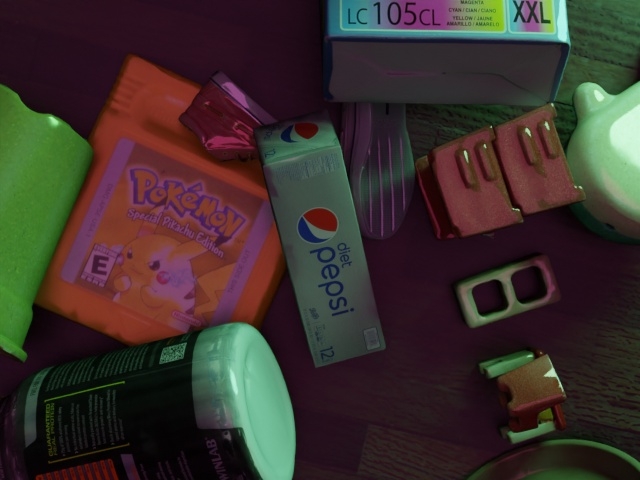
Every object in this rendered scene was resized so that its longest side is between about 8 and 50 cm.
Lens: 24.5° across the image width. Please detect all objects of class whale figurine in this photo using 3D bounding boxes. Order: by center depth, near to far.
[{"bbox_3d":[0.389,-0.117,1.773,0.216,0.141,0.272,29,66,-3],"label":"whale figurine"}]

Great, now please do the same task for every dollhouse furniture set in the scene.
[{"bbox_3d":[0.240,0.047,1.718,0.152,0.201,0.374,-18,91,-2],"label":"dollhouse furniture set"}]

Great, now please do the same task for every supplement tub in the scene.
[{"bbox_3d":[-0.214,0.226,1.679,0.338,0.207,0.207,-14,92,14],"label":"supplement tub"}]

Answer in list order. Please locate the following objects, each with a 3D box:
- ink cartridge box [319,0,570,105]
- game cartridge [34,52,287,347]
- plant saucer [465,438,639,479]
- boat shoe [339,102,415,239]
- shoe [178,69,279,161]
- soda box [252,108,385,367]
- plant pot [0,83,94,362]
[{"bbox_3d":[0.131,-0.359,1.685,0.270,0.151,0.395,1,64,-2],"label":"ink cartridge box"},{"bbox_3d":[-0.169,-0.022,1.774,0.285,0.052,0.324,24,91,-3],"label":"game cartridge"},{"bbox_3d":[0.267,0.347,1.715,0.278,0.278,0.041,-25,124,-2],"label":"plant saucer"},{"bbox_3d":[0.063,-0.112,1.772,0.083,0.076,0.226,8,84,-30],"label":"boat shoe"},{"bbox_3d":[-0.081,-0.113,1.730,0.178,0.063,0.081,42,92,1],"label":"shoe"},{"bbox_3d":[0.000,0.000,1.697,0.091,0.098,0.286,-15,122,-2],"label":"soda box"},{"bbox_3d":[-0.393,-0.037,1.665,0.276,0.276,0.254,29,78,-3],"label":"plant pot"}]
